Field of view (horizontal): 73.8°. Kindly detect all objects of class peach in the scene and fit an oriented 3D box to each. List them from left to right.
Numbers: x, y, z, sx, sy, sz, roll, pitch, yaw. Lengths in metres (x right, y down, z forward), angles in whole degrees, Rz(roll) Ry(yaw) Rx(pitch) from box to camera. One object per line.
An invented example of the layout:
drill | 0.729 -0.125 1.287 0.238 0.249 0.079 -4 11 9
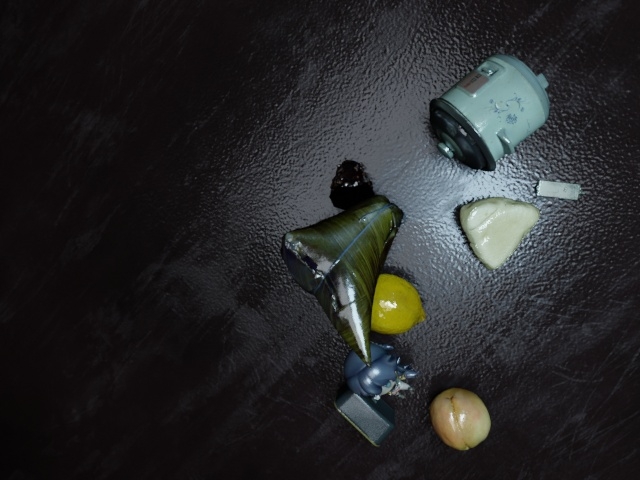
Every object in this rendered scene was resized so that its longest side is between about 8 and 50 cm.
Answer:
peach | 0.433 0.553 1.336 0.184 0.184 0.184 1 96 11

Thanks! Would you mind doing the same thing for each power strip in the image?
power strip | 0.720 -0.150 1.281 0.136 0.019 0.050 7 96 11

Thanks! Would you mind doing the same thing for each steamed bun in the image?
steamed bun | 0.513 -0.054 1.285 0.212 0.110 0.231 35 99 -17

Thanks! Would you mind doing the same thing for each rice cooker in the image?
rice cooker | 0.456 -0.347 1.196 0.317 0.264 0.316 -18 54 27

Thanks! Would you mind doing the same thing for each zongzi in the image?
zongzi | 0.148 0.093 1.231 0.403 0.207 0.432 -27 67 -24

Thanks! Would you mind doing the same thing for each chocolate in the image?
chocolate | 0.099 -0.193 1.363 0.156 0.156 0.133 -7 64 12

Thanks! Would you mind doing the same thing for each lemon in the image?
lemon | 0.205 0.197 1.330 0.257 0.188 0.188 18 99 1

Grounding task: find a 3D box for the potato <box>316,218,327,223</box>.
potato | 0.000 0.000 1.409 0.107 0.080 0.170 42 93 15

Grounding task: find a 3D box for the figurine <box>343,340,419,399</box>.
figurine | 0.185 0.418 1.347 0.197 0.265 0.175 38 89 33

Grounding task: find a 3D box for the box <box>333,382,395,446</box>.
box | 0.150 0.556 1.406 0.201 0.144 0.090 43 99 6
